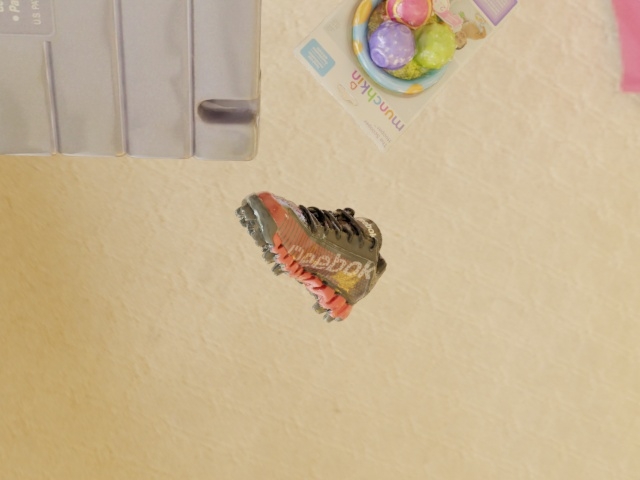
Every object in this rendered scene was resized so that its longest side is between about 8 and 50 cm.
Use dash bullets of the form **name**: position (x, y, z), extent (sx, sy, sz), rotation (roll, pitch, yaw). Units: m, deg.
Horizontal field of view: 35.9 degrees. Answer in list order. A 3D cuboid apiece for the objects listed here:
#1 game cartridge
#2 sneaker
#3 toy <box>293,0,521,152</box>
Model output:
- **game cartridge**: position (-0.139, -0.204, 0.465), extent (0.230, 0.068, 0.354), rotation (4, 124, -1)
- **sneaker**: position (0.000, 0.000, 1.242), extent (0.135, 0.097, 0.276), rotation (-37, 141, 6)
- **toy**: position (0.101, -0.219, 0.982), extent (0.137, 0.056, 0.237), rotation (46, 69, -13)
